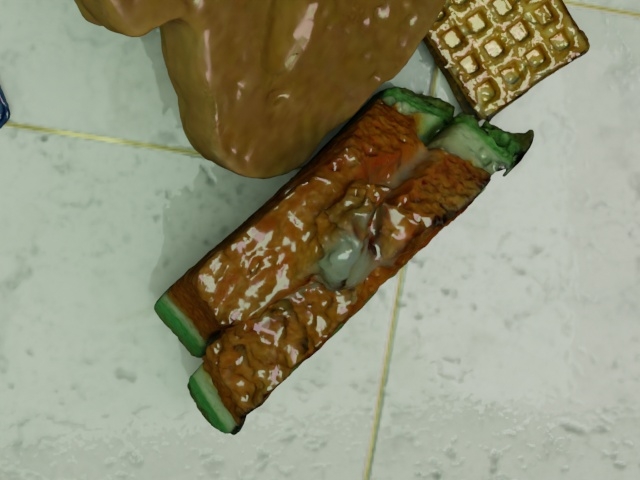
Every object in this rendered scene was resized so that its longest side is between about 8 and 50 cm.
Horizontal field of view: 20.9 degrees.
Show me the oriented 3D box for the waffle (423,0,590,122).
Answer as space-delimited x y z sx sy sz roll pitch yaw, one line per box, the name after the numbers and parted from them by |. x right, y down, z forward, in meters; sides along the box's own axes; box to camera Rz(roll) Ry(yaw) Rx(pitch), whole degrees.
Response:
0.112 -0.169 1.229 0.102 0.042 0.148 -34 102 -2 | waffle

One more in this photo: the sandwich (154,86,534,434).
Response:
-0.005 0.006 1.169 0.109 0.212 0.292 47 109 5 | sandwich

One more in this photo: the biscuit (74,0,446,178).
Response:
-0.019 -0.221 1.076 0.312 0.057 0.351 27 89 -44 | biscuit

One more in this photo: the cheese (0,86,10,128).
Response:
-0.304 -0.206 1.142 0.204 0.083 0.320 -20 109 -2 | cheese
